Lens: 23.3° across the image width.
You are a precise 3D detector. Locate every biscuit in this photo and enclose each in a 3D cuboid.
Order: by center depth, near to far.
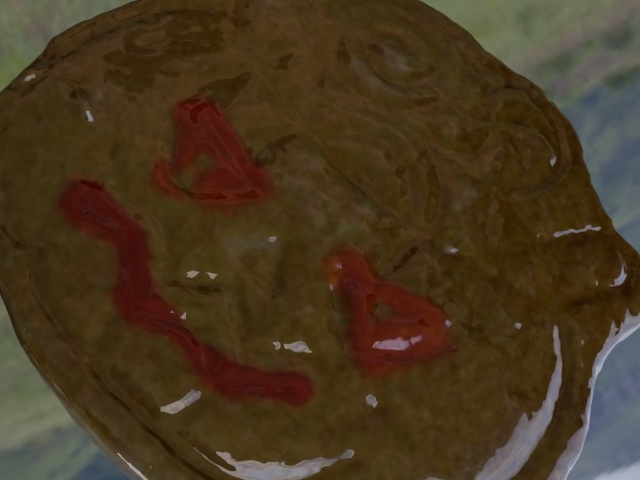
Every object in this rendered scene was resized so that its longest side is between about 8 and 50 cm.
[{"bbox_3d":[0.000,-0.001,0.629,0.257,0.273,0.049,-44,173,-30],"label":"biscuit"}]
